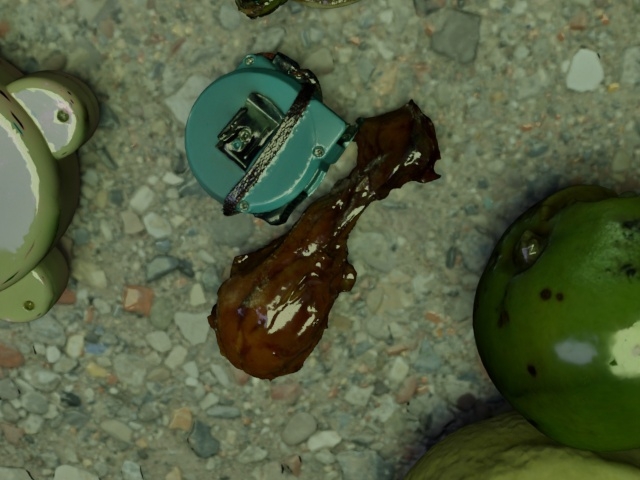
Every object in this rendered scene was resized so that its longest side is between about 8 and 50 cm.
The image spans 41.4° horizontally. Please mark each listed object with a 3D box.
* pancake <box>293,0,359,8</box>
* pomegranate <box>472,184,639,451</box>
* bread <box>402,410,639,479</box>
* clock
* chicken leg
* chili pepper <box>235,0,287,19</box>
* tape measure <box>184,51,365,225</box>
[{"bbox_3d":[0.009,-0.274,0.715,0.158,0.028,0.158,1,106,4],"label":"pancake"},{"bbox_3d":[0.276,0.076,0.730,0.301,0.236,0.236,22,110,-27],"label":"pomegranate"},{"bbox_3d":[0.212,0.318,0.806,0.320,0.237,0.321,-3,104,-11],"label":"bread"},{"bbox_3d":[-0.369,-0.068,0.762,0.309,0.114,0.284,15,107,-5],"label":"clock"},{"bbox_3d":[0.000,0.000,0.782,0.113,0.093,0.304,37,103,4],"label":"chicken leg"},{"bbox_3d":[0.044,-0.341,0.638,0.110,0.110,0.388,21,95,-5],"label":"chili pepper"},{"bbox_3d":[-0.051,-0.089,0.746,0.125,0.081,0.146,39,97,9],"label":"tape measure"}]
